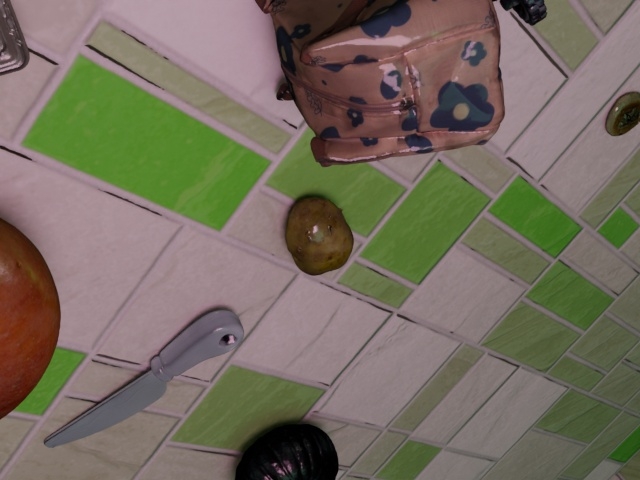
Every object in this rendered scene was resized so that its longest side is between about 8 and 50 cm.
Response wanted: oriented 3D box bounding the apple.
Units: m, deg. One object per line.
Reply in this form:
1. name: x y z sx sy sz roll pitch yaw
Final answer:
1. apple: -0.390 0.073 0.698 0.254 0.253 0.253 -18 132 -20

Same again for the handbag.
1. handbag: 0.052 -0.195 0.740 0.193 0.251 0.190 -19 127 -6

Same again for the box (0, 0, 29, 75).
1. box: -0.331 -0.186 0.623 0.122 0.062 0.089 -22 134 -18

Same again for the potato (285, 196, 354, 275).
1. potato: 0.000 0.000 0.982 0.092 0.070 0.138 -31 136 -6

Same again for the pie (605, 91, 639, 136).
1. pie: 0.507 -0.207 1.174 0.084 0.021 0.084 -17 132 -20

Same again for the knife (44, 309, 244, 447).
1. knife: -0.248 0.209 1.023 0.331 0.044 0.080 -36 144 6

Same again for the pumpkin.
1. pumpkin: -0.057 0.401 1.229 0.194 0.150 0.194 -49 150 -42

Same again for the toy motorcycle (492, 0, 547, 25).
1. toy motorcycle: 0.185 -0.351 0.781 0.106 0.159 0.270 -34 153 10
